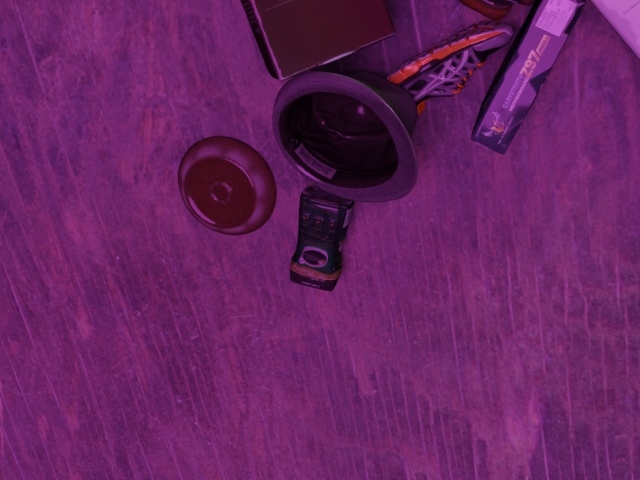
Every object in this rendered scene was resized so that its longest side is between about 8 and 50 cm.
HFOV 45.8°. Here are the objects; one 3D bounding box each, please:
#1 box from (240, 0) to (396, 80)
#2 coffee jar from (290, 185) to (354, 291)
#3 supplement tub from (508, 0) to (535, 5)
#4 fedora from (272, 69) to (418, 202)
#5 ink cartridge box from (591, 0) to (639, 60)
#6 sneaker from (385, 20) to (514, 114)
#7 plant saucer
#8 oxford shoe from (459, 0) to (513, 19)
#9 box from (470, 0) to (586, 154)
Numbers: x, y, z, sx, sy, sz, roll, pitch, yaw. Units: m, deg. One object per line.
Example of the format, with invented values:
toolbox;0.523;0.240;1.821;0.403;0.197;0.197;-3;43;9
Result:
box;-0.050;-0.447;1.101;0.191;0.143;0.381;-22;107;-4
coffee jar;0.000;0.000;1.367;0.096;0.079;0.184;14;117;8
supplement tub;0.211;-0.396;1.031;0.198;0.106;0.106;19;119;6
fedora;0.058;-0.185;1.209;0.275;0.124;0.243;-2;129;44
ink cartridge box;0.469;-0.291;1.006;0.121;0.211;0.289;-39;100;27
sneaker;0.206;-0.270;1.176;0.215;0.084;0.083;-22;106;36
plant saucer;-0.181;-0.093;1.405;0.199;0.036;0.198;7;116;15
oxford shoe;0.194;-0.398;1.124;0.212;0.076;0.076;44;82;9
box;0.297;-0.259;1.089;0.059;0.183;0.232;27;120;4
